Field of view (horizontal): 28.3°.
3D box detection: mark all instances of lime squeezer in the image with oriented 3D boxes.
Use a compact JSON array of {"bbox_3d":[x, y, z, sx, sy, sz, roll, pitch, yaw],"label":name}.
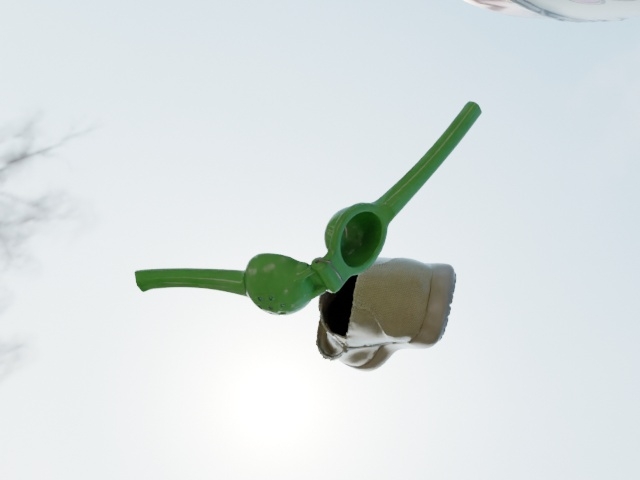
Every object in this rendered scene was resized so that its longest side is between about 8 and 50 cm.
[{"bbox_3d":[0.000,0.000,0.983,0.059,0.310,0.110,58,10,-25],"label":"lime squeezer"}]

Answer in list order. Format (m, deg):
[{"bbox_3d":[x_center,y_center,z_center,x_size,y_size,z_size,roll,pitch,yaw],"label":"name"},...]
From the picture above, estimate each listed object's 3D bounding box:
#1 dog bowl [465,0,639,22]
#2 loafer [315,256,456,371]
[{"bbox_3d":[0.133,-0.302,0.685,0.150,0.408,0.408,-12,-79,43],"label":"dog bowl"},{"bbox_3d":[0.040,0.057,1.173,0.268,0.092,0.102,144,-36,-69],"label":"loafer"}]
